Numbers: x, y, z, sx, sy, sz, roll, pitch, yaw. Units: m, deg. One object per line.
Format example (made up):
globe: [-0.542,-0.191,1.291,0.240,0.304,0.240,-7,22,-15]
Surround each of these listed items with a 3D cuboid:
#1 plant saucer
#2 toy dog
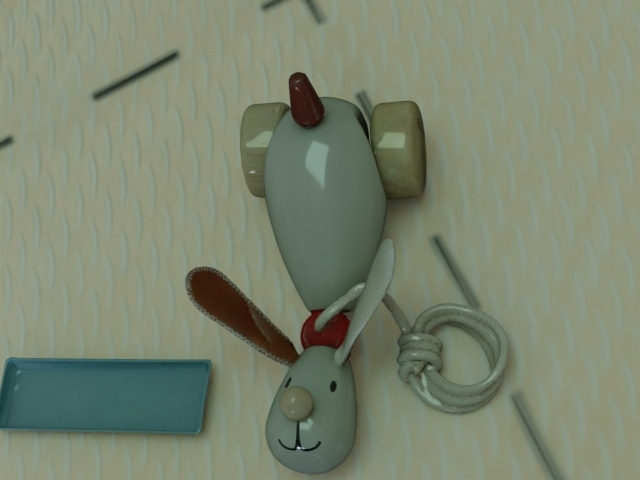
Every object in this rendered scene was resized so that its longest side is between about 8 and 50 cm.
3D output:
plant saucer: [-0.184,0.133,1.534,0.192,0.018,0.067,-1,64,19]
toy dog: [0.000,0.000,1.456,0.220,0.161,0.333,-22,60,7]
